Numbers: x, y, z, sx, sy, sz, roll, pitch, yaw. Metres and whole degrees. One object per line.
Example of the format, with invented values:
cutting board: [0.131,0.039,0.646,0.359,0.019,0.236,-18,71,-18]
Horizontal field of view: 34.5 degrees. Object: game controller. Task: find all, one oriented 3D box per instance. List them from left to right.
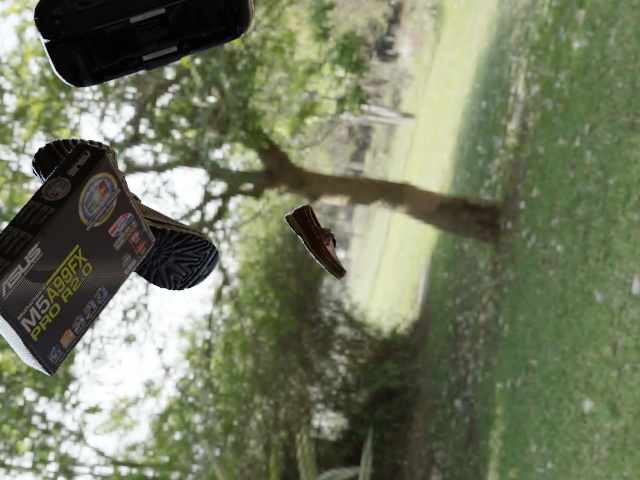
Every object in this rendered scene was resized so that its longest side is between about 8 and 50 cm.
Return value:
game controller: [-0.257,-0.332,1.536,0.166,0.319,0.067,80,169,-54]

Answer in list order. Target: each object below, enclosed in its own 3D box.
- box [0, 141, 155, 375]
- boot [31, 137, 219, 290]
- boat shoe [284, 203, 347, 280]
box: [-0.366,0.028,1.480,0.270,0.060,0.216,-56,-29,-28]
boot: [-0.365,-0.056,1.959,0.131,0.348,0.260,-49,49,12]
boat shoe: [0.000,0.000,1.988,0.178,0.060,0.064,53,-177,25]
